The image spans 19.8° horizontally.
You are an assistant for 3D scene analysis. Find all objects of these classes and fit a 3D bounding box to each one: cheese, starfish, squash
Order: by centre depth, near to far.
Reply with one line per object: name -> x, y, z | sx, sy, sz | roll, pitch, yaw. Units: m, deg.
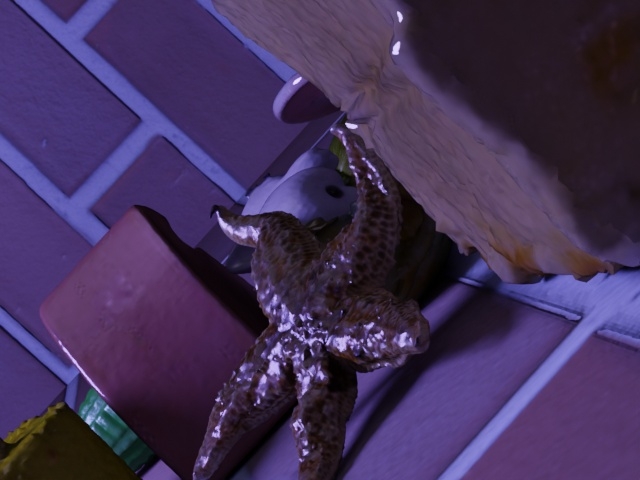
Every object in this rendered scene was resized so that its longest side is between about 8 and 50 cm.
starfish -> -0.010, 0.051, 1.081 | 0.277, 0.062, 0.235 | 30, 94, 55
cheese -> -0.104, 0.066, 1.359 | 0.128, 0.177, 0.203 | -47, 7, 5
squash -> 0.048, -0.101, 1.893 | 0.066, 0.066, 0.252 | -44, 8, 26

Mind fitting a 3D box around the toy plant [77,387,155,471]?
toy plant -> -0.165, 0.156, 1.658 | 0.240, 0.088, 0.154 | -56, -9, 21

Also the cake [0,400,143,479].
cake -> -0.223, 0.227, 1.317 | 0.179, 0.156, 0.260 | -43, 2, -25

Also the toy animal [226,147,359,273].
toy animal -> -0.001, -0.002, 1.431 | 0.131, 0.103, 0.221 | -36, 11, 1

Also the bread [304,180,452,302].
bread -> 0.041, 0.000, 1.258 | 0.128, 0.088, 0.232 | -36, 4, 9

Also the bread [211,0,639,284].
bread -> 0.142, -0.204, 0.945 | 0.390, 0.279, 0.371 | -49, 4, -7

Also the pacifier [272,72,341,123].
pacifier -> 0.079, -0.224, 1.767 | 0.332, 0.273, 0.220 | -38, 25, 36
